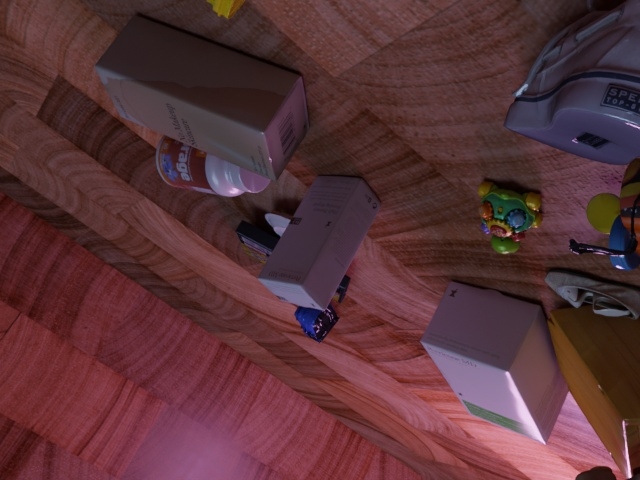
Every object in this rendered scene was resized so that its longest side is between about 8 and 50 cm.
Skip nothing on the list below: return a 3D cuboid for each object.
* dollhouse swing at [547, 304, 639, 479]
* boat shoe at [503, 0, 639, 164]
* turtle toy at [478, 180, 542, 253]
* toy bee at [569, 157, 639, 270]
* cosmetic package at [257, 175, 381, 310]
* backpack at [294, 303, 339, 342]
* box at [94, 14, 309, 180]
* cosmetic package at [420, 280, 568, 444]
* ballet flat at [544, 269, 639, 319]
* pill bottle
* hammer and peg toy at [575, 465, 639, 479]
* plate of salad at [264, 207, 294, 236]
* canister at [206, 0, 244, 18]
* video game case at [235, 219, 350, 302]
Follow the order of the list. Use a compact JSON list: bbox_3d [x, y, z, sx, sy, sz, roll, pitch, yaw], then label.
[{"bbox_3d":[0.622,0.239,1.233,0.346,0.305,0.315,56,-172,-48],"label":"dollhouse swing"},{"bbox_3d":[0.275,-0.169,0.695,0.136,0.156,0.367,22,-174,7],"label":"boat shoe"},{"bbox_3d":[0.280,-0.029,1.067,0.095,0.066,0.130,17,155,28],"label":"turtle toy"},{"bbox_3d":[0.408,-0.038,0.822,0.195,0.162,0.298,10,176,24],"label":"toy bee"},{"bbox_3d":[0.000,0.000,1.256,0.117,0.231,0.085,6,148,44],"label":"cosmetic package"},{"bbox_3d":[-0.019,0.205,1.902,0.101,0.098,0.120,25,159,22],"label":"backpack"},{"bbox_3d":[-0.185,-0.229,1.139,0.311,0.121,0.148,23,158,17],"label":"box"},{"bbox_3d":[0.369,0.255,1.455,0.197,0.155,0.365,15,155,39],"label":"cosmetic package"},{"bbox_3d":[0.436,0.088,1.146,0.168,0.052,0.057,12,152,38],"label":"ballet flat"},{"bbox_3d":[-0.197,-0.148,1.331,0.216,0.121,0.121,12,152,37],"label":"pill bottle"},{"bbox_3d":[0.537,0.404,1.133,0.362,0.127,0.266,9,145,-11],"label":"hammer and peg toy"},{"bbox_3d":[-0.027,-0.010,1.505,0.200,0.048,0.200,28,167,7],"label":"plate of salad"},{"bbox_3d":[-0.159,-0.369,0.873,0.170,0.073,0.126,34,157,-6],"label":"canister"},{"bbox_3d":[-0.062,0.055,1.661,0.275,0.035,0.248,27,168,5],"label":"video game case"}]
